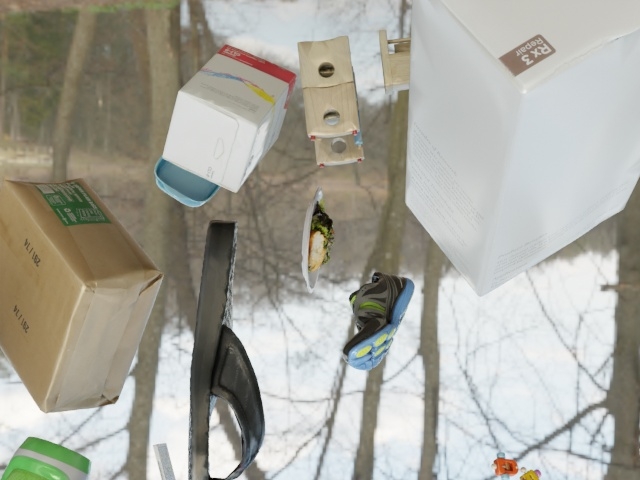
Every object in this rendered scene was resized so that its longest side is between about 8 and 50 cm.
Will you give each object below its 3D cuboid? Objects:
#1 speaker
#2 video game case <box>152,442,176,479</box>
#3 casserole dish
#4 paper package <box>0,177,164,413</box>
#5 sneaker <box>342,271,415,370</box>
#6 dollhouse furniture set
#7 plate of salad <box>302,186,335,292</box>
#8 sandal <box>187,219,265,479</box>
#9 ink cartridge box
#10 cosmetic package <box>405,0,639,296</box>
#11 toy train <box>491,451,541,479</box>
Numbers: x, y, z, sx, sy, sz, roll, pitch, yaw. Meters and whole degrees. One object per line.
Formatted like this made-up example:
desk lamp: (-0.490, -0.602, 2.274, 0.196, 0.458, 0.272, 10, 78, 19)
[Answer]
speaker: (-0.455, 0.453, 1.304, 0.131, 0.296, 0.131, 17, 155, 8)
video game case: (-0.311, 0.473, 1.766, 0.011, 0.122, 0.087, -17, 168, 0)
casserole dish: (-0.221, -0.128, 1.533, 0.114, 0.188, 0.037, 32, 138, -4)
paper package: (-0.465, 0.090, 1.580, 0.168, 0.309, 0.325, -4, -142, -45)
sneaker: (0.067, 0.105, 1.168, 0.078, 0.067, 0.188, 21, -142, 11)
dollhouse furniture set: (0.074, -0.182, 1.117, 0.184, 0.128, 0.129, -7, 168, 5)
plate of salad: (0.000, 0.000, 1.621, 0.048, 0.199, 0.200, 4, -177, 8)
sandal: (-0.125, 0.192, 1.214, 0.107, 0.445, 0.167, 5, 173, -3)
ink cartridge box: (-0.134, -0.185, 1.302, 0.127, 0.128, 0.176, 24, -141, 3)
cosmetic package: (0.209, -0.124, 0.835, 0.217, 0.156, 0.385, -29, 153, -12)
toy train: (0.413, 0.532, 1.826, 0.125, 0.166, 0.046, 7, 146, -25)
